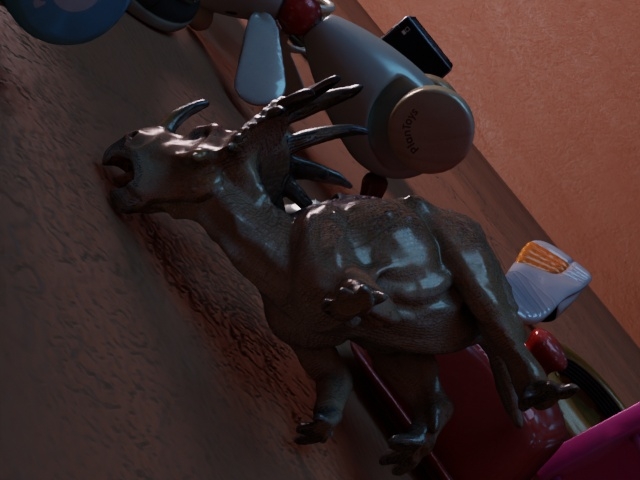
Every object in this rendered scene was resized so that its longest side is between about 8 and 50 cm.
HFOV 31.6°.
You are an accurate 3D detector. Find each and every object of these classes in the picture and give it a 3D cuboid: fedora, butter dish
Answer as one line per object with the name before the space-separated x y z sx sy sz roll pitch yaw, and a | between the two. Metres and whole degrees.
fedora | 0.234 0.177 1.061 0.194 0.079 0.194 41 20 -19
butter dish | 0.121 0.107 0.797 0.160 0.118 0.160 55 15 19

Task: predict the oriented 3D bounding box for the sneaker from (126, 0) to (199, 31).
sneaker | -0.138 -0.257 0.960 0.083 0.118 0.222 54 14 19

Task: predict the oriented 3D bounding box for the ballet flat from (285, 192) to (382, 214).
ballet flat | 0.000 0.000 0.836 0.074 0.074 0.203 50 19 2

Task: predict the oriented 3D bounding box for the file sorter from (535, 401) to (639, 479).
file sorter | 0.350 0.209 0.848 0.202 0.290 0.182 50 13 -46

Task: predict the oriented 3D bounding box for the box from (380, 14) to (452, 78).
box | 0.089 -0.214 1.500 0.093 0.156 0.158 49 13 -4

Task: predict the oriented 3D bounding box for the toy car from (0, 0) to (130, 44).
toy car | -0.208 -0.253 0.592 0.238 0.210 0.219 19 22 -42

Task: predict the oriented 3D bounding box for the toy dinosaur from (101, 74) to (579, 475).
toy dinosaur | 0.035 0.011 0.656 0.295 0.127 0.200 22 40 -32

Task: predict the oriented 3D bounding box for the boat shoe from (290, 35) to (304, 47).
boat shoe | -0.041 -0.330 1.619 0.152 0.056 0.049 50 8 2

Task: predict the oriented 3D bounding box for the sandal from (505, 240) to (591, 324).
sandal | 0.291 0.074 1.573 0.102 0.076 0.265 39 31 16

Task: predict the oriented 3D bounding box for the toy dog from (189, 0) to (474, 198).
toy dog | -0.002 -0.146 1.132 0.333 0.161 0.220 38 12 18
